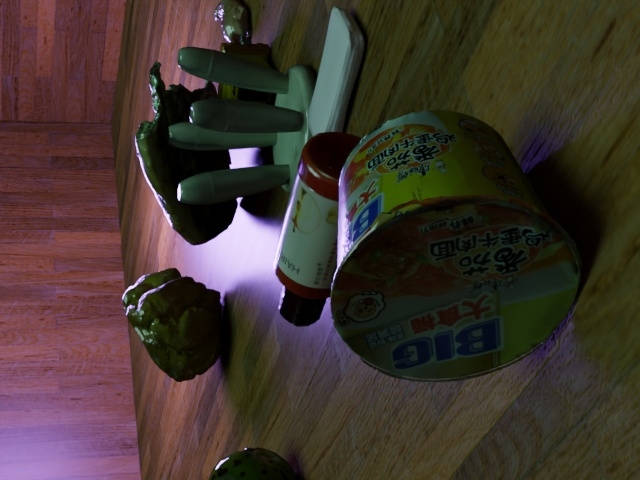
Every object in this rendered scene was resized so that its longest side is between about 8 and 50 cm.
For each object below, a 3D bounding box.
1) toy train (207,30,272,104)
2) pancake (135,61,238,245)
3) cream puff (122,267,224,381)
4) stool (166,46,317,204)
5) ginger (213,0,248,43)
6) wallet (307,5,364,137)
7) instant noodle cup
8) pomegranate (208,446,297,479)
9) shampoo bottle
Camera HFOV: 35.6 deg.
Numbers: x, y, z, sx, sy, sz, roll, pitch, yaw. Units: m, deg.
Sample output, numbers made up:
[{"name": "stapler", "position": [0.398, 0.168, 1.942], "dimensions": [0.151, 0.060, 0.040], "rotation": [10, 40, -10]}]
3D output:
[{"name": "toy train", "position": [-0.135, -0.248, 1.714], "dimensions": [0.127, 0.089, 0.219], "rotation": [-123, 38, -52]}, {"name": "pancake", "position": [-0.233, -0.142, 1.725], "dimensions": [0.427, 0.066, 0.305], "rotation": [-19, -77, -77]}, {"name": "cream puff", "position": [-0.300, 0.171, 2.053], "dimensions": [0.244, 0.196, 0.244], "rotation": [26, 142, 22]}, {"name": "stool", "position": [-0.115, -0.164, 1.478], "dimensions": [0.195, 0.198, 0.195], "rotation": [-110, 25, -45]}, {"name": "ginger", "position": [-0.167, -0.424, 1.890], "dimensions": [0.173, 0.051, 0.070], "rotation": [-112, 33, -59]}, {"name": "wallet", "position": [0.019, -0.209, 1.326], "dimensions": [0.095, 0.033, 0.190], "rotation": [-109, 27, -49]}, {"name": "instant noodle cup", "position": [0.103, -0.005, 0.833], "dimensions": [0.153, 0.204, 0.205], "rotation": [-94, 15, -47]}, {"name": "pomegranate", "position": [-0.103, 0.397, 1.521], "dimensions": [0.122, 0.143, 0.169], "rotation": [117, 157, -54]}, {"name": "shampoo bottle", "position": [0.000, 0.000, 1.266], "dimensions": [0.104, 0.104, 0.278], "rotation": [-107, 24, -43]}]
